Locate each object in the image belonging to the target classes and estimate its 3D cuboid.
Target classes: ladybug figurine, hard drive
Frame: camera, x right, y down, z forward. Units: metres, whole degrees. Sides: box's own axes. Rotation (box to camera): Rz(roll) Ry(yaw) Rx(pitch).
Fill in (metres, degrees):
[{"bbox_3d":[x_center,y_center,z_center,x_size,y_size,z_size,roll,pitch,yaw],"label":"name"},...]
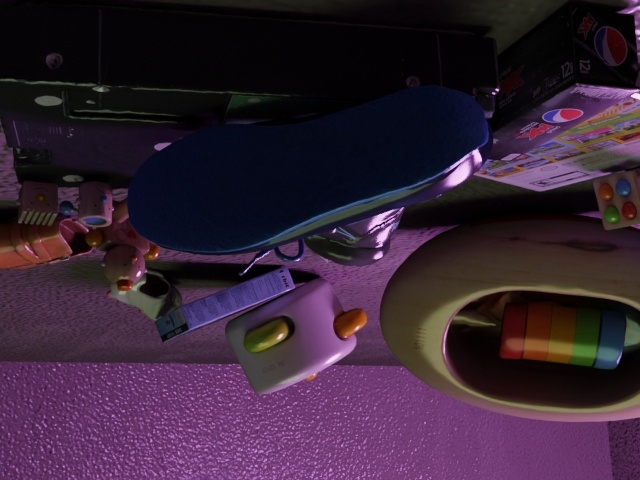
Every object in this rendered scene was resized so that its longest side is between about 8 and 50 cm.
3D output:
[{"bbox_3d":[0.303,0.087,1.207,0.449,0.162,0.305,8,128,5],"label":"ladybug figurine"},{"bbox_3d":[-0.064,-0.096,0.728,0.339,0.064,0.237,2,167,-12],"label":"hard drive"}]

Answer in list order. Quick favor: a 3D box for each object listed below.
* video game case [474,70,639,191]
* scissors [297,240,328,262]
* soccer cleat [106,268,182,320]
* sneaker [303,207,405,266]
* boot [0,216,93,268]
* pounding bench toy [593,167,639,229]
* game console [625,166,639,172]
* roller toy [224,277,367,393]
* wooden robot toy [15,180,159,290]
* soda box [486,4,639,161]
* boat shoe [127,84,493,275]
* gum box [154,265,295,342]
[{"bbox_3d":[0.229,-0.095,0.868,0.206,0.026,0.227,9,164,-40],"label":"video game case"},{"bbox_3d":[0.000,0.000,1.259,0.109,0.021,0.297,-8,164,20],"label":"scissors"},{"bbox_3d":[-0.261,0.085,1.508,0.076,0.068,0.196,-10,163,19],"label":"soccer cleat"},{"bbox_3d":[-0.037,-0.054,0.917,0.267,0.101,0.106,10,136,-25],"label":"sneaker"},{"bbox_3d":[-0.368,-0.002,1.095,0.152,0.073,0.197,-4,179,16],"label":"boot"},{"bbox_3d":[0.301,-0.041,0.945,0.065,0.052,0.083,-14,179,-29],"label":"pounding bench toy"},{"bbox_3d":[0.497,-0.006,0.999,0.173,0.250,0.293,-40,150,25],"label":"game console"},{"bbox_3d":[-0.044,0.160,1.561,0.209,0.146,0.191,-26,179,-29],"label":"roller toy"},{"bbox_3d":[-0.167,0.001,0.799,0.173,0.079,0.076,15,153,-40],"label":"wooden robot toy"},{"bbox_3d":[0.161,-0.111,0.705,0.053,0.060,0.169,4,167,-20],"label":"soda box"},{"bbox_3d":[-0.007,-0.032,0.651,0.258,0.109,0.089,-5,170,23],"label":"boat shoe"},{"bbox_3d":[-0.153,0.101,1.498,0.184,0.041,0.157,-20,176,-26],"label":"gum box"}]
